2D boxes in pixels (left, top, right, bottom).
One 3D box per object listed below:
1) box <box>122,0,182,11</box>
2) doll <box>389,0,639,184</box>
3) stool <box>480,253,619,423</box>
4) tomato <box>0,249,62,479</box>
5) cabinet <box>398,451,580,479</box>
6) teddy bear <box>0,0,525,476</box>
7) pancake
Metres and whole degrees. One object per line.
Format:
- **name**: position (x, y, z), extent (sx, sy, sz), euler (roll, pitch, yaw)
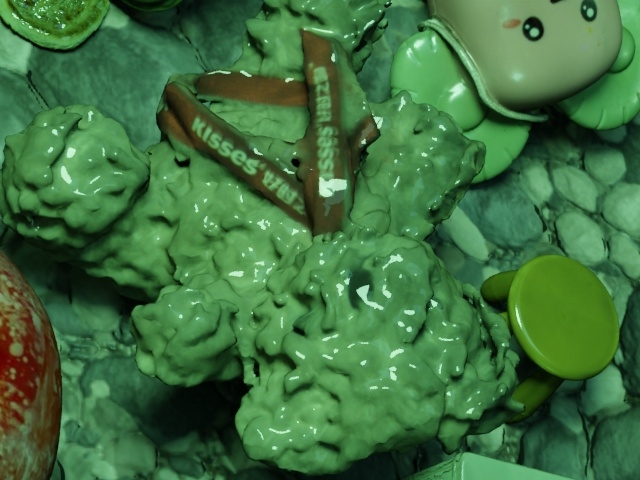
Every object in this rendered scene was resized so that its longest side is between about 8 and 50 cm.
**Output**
- **box**: position (-0.111, -0.380, 1.129), extent (0.253, 0.328, 0.178), euler (43, 39, -6)
- **doll**: position (0.176, -0.207, 1.316), extent (0.284, 0.216, 0.268), euler (-20, 104, -17)
- **stool**: position (0.183, 0.080, 1.215), extent (0.134, 0.110, 0.135), euler (4, 66, -29)
- **tomato**: position (-0.292, 0.111, 0.870), extent (0.270, 0.227, 0.270), euler (6, 54, -9)
- **cabinet**: position (0.106, 0.259, 1.034), extent (0.145, 0.206, 0.150), euler (17, 62, -22)
- **teddy bear**: position (0.000, 0.000, 1.033), extent (0.357, 0.224, 0.367), euler (-33, 54, -28)
- **pancake**: position (-0.224, -0.206, 1.174), extent (0.108, 0.017, 0.108), euler (11, 62, -21)
